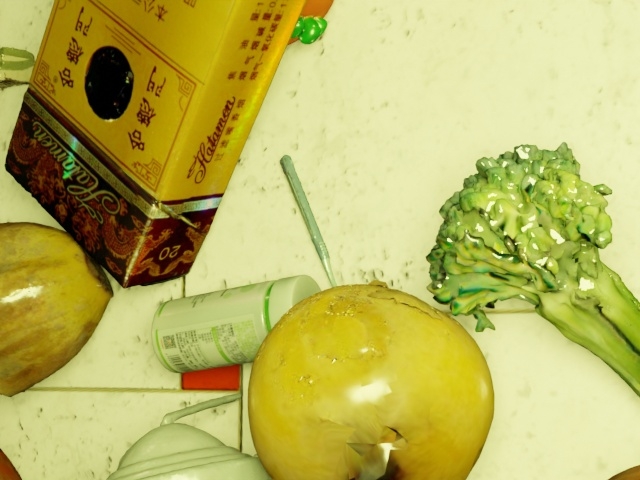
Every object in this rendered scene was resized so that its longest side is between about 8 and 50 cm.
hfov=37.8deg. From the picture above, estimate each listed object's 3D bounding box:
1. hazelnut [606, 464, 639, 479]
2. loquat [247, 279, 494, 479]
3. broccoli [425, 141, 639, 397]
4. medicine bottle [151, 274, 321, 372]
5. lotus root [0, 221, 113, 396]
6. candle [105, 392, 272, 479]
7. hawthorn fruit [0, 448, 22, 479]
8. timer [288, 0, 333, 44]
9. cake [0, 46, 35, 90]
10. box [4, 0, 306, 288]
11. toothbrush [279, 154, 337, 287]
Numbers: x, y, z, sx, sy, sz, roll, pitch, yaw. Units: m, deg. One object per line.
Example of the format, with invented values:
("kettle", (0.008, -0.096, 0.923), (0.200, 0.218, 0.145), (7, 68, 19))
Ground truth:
("hazelnut", (0.275, 0.364, 0.668), (0.359, 0.359, 0.409), (-10, 70, 26))
("loquat", (0.043, 0.152, 0.880), (0.235, 0.235, 0.235), (-4, 81, 27))
("broccoli", (0.235, 0.021, 0.825), (0.275, 0.198, 0.177), (34, 53, 20))
("medicine bottle", (-0.090, 0.094, 1.034), (0.183, 0.086, 0.086), (-11, 78, 25))
("lotus root", (-0.349, 0.059, 1.135), (0.180, 0.188, 0.199), (-27, 49, 0))
("candle", (-0.131, 0.333, 0.946), (0.221, 0.221, 0.342), (-24, 71, 23))
("hawthorn fruit", (-0.548, 0.366, 1.065), (0.403, 0.403, 0.402), (-4, 81, 27))
("timer", (-0.036, -0.272, 1.056), (0.136, 0.099, 0.136), (5, 100, 31))
("cake", (-0.462, -0.233, 1.294), (0.140, 0.055, 0.051), (-4, 87, 29))
("box", (-0.194, -0.183, 1.053), (0.264, 0.116, 0.415), (41, 118, 25))
("toothbrush", (0.000, 0.000, 1.039), (0.019, 0.016, 0.219), (-30, 70, 19))
